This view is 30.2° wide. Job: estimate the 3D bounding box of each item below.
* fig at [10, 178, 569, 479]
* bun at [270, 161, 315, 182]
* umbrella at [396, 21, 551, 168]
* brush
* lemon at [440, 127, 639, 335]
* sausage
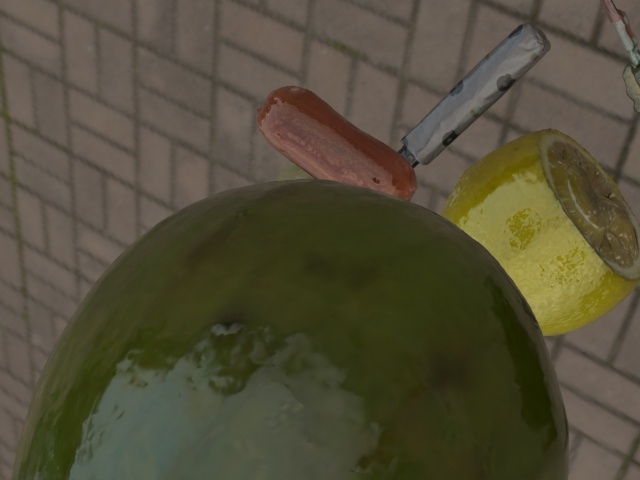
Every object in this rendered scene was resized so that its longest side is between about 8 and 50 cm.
[{"bbox_3d":[-0.028,0.087,0.411,0.203,0.225,0.203,29,134,35],"label":"fig"},{"bbox_3d":[0.000,0.000,1.592,0.133,0.231,0.231,12,130,26],"label":"bun"},{"bbox_3d":[0.236,-0.224,1.941,0.337,0.073,0.067,-43,71,16],"label":"umbrella"},{"bbox_3d":[0.488,-0.297,1.855,0.301,0.071,0.084,58,158,-16],"label":"brush"},{"bbox_3d":[0.362,0.009,2.065,0.364,0.364,0.364,23,135,25],"label":"lemon"},{"bbox_3d":[0.016,-0.096,1.277,0.194,0.077,0.077,36,140,4],"label":"sausage"}]
